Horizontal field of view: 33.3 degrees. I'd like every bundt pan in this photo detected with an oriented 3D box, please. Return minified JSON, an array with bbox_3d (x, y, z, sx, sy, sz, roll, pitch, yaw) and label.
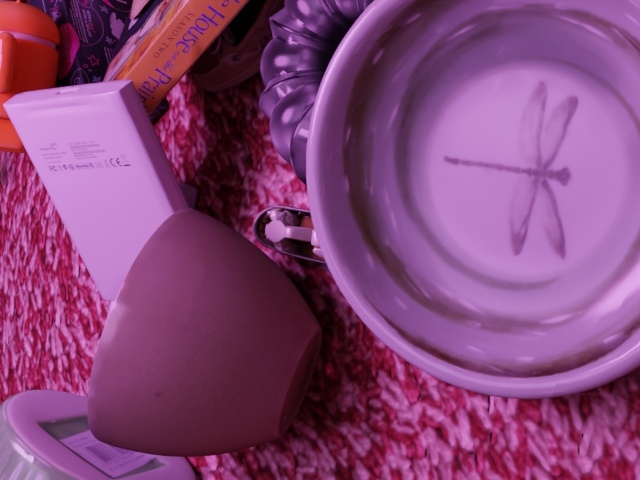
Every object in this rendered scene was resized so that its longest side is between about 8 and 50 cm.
[{"bbox_3d":[0.051,-0.195,1.167,0.330,0.124,0.331,-12,74,46],"label":"bundt pan"}]

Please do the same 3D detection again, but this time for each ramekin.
[{"bbox_3d":[-0.301,0.315,1.339,0.303,0.303,0.148,36,101,45],"label":"ramekin"}]

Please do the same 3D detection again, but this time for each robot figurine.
[{"bbox_3d":[-0.429,-0.234,1.482,0.128,0.158,0.220,6,89,27],"label":"robot figurine"}]

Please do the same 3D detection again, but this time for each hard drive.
[{"bbox_3d":[-0.262,-0.054,1.372,0.203,0.040,0.308,-1,125,33],"label":"hard drive"}]

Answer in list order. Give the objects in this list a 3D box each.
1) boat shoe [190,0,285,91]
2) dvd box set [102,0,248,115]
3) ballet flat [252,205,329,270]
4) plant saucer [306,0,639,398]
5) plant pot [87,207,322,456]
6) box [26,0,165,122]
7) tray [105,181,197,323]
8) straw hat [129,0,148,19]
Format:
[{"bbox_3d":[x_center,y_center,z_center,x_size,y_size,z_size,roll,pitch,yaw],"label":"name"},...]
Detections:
[{"bbox_3d":[-0.088,-0.295,1.356,0.285,0.089,0.105,-39,57,35],"label":"boat shoe"},{"bbox_3d":[-0.134,-0.345,1.343,0.420,0.062,0.308,-40,28,36],"label":"dvd box set"},{"bbox_3d":[0.000,0.000,1.227,0.213,0.068,0.072,11,91,48],"label":"ballet flat"},{"bbox_3d":[0.178,-0.062,0.970,0.400,0.100,0.401,5,99,30],"label":"plant saucer"},{"bbox_3d":[-0.108,0.126,1.210,0.190,0.284,0.284,19,99,11],"label":"plant pot"},{"bbox_3d":[-0.351,-0.259,1.602,0.163,0.142,0.247,-41,55,37],"label":"box"},{"bbox_3d":[-0.252,0.043,1.523,0.145,0.030,0.271,16,95,47],"label":"tray"},{"bbox_3d":[-0.242,-0.376,1.443,0.144,0.061,0.144,-45,25,27],"label":"straw hat"}]
